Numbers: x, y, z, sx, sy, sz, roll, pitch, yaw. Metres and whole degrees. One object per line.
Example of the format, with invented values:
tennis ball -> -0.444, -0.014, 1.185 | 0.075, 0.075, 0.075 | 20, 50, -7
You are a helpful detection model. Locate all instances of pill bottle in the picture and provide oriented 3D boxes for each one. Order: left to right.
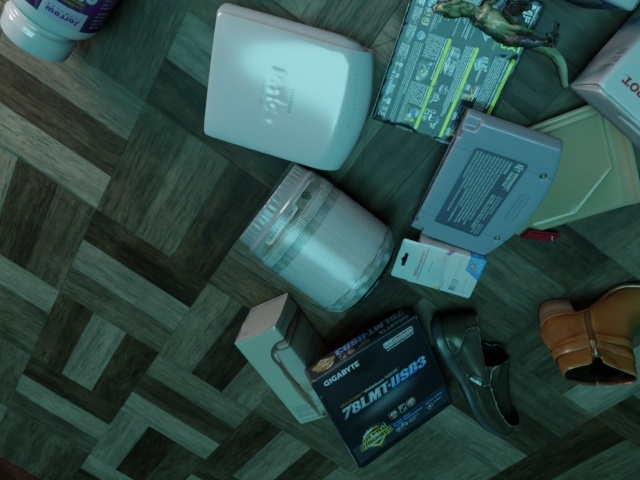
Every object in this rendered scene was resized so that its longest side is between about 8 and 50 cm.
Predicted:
pill bottle -> -0.455, -0.480, 0.846 | 0.169, 0.169, 0.302 | 43, 118, -12

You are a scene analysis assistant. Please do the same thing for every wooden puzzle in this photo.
wooden puzzle -> 0.468, -0.135, 0.908 | 0.239, 0.044, 0.220 | -17, 114, 25

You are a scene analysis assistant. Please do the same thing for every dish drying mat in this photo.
dish drying mat -> 0.457, -0.009, 0.970 | 0.084, 0.008, 0.032 | 5, 152, -21

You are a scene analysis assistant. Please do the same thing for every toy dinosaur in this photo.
toy dinosaur -> 0.311, -0.329, 0.729 | 0.268, 0.118, 0.064 | 29, 92, -6

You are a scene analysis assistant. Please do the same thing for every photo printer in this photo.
photo printer -> -0.058, -0.282, 0.902 | 0.308, 0.107, 0.255 | 18, 120, 3

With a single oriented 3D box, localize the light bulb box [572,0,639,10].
light bulb box -> 0.322, -0.547, 0.608 | 0.361, 0.225, 0.357 | 23, 120, 0

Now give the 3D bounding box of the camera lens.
camera lens -> 0.000, 0.000, 0.976 | 0.274, 0.219, 0.219 | 37, 119, -9

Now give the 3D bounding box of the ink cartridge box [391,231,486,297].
ink cartridge box -> 0.259, 0.048, 1.037 | 0.182, 0.061, 0.104 | 16, 120, 3

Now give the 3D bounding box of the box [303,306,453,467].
box -> 0.151, 0.359, 1.143 | 0.296, 0.073, 0.293 | -30, 113, -12

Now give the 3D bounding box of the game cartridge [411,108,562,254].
game cartridge -> 0.317, -0.097, 0.904 | 0.198, 0.062, 0.297 | 17, 139, 0

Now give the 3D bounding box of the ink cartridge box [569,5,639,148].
ink cartridge box -> 0.577, -0.290, 0.724 | 0.201, 0.117, 0.278 | 36, 107, -8

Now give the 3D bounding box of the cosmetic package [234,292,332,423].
cosmetic package -> -0.066, 0.303, 1.197 | 0.129, 0.153, 0.296 | -27, 111, 23

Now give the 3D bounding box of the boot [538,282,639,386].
boot -> 0.603, 0.190, 0.947 | 0.284, 0.220, 0.108 | -5, 116, 15

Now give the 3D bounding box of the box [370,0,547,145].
box -> 0.236, -0.319, 0.845 | 0.217, 0.060, 0.269 | 18, 121, 1

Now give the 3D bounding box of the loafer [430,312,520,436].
loafer -> 0.396, 0.320, 1.113 | 0.130, 0.133, 0.365 | -27, 110, 24
